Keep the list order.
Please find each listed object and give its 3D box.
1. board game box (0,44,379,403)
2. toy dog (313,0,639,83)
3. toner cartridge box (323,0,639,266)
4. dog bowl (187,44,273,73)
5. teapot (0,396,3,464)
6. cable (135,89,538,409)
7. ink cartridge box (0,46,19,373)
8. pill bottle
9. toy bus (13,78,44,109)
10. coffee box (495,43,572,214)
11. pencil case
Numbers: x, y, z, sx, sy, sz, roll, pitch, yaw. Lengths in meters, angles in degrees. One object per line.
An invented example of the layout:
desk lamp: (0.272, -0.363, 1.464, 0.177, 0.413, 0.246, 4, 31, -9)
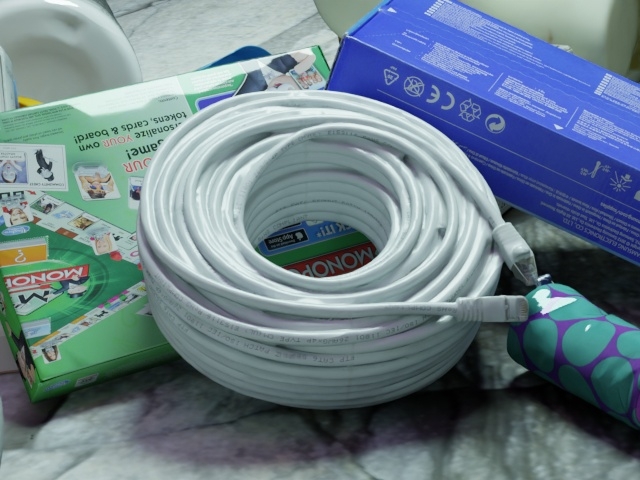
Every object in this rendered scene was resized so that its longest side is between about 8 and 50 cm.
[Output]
board game box: (-0.103, -0.022, 1.185, 0.317, 0.214, 0.046, -15, -19, -26)
toy dog: (0.182, -0.279, 1.735, 0.408, 0.284, 0.395, 16, 68, 32)
toner cartridge box: (0.187, -0.082, 1.216, 0.347, 0.075, 0.165, 26, 30, 10)
dog bowl: (-0.109, -0.066, 1.364, 0.074, 0.166, 0.297, -8, 16, 29)
teapot: (-0.297, 0.134, 0.827, 0.256, 0.187, 0.252, 5, 43, -19)
cable: (0.000, 0.000, 1.093, 0.257, 0.089, 0.257, -9, 48, -12)
ink cartridge box: (-0.379, -0.008, 1.206, 0.296, 0.261, 0.066, -6, -10, -2)
pill bottle: (-0.313, -0.197, 1.708, 0.204, 0.204, 0.361, -9, 20, -10)
toy bus: (-0.312, -0.077, 1.367, 0.149, 0.211, 0.220, -21, 23, -33)
coffee box: (0.101, -0.093, 1.423, 0.168, 0.119, 0.297, 9, 24, 28)
pencil case: (0.186, 0.074, 1.014, 0.070, 0.064, 0.151, -27, 26, -19)
